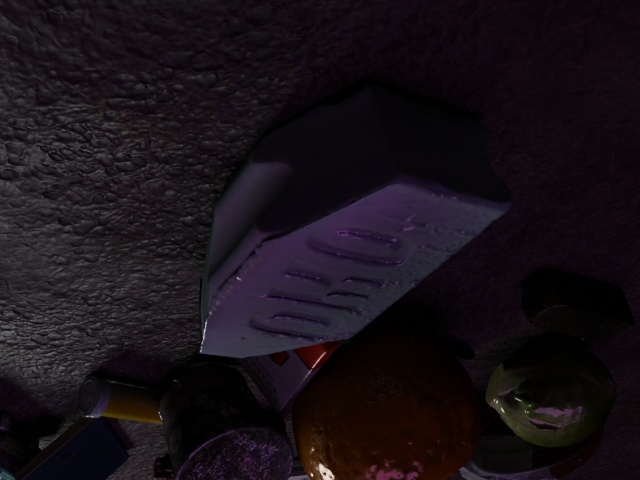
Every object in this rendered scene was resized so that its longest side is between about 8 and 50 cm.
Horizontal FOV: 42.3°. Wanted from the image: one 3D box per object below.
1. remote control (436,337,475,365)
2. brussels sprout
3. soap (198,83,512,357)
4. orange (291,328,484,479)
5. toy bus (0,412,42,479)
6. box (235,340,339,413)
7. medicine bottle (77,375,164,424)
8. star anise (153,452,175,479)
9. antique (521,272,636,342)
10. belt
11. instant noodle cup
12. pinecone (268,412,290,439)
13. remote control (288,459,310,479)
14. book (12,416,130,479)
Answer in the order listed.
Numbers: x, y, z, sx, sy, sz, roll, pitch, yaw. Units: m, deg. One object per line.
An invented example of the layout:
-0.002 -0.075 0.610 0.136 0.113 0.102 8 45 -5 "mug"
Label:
0.140 0.299 1.690 0.107 0.044 0.378 17 139 -42 "remote control"
0.462 0.308 1.654 0.244 0.244 0.244 -8 148 -5 "brussels sprout"
0.000 0.000 1.079 0.261 0.156 0.446 12 142 -31 "soap"
0.109 0.305 1.447 0.341 0.293 0.340 -28 160 -11 "orange"
-0.614 0.405 1.581 0.091 0.109 0.261 -9 147 9 "toy bus"
-0.063 0.180 1.364 0.035 0.139 0.245 -28 163 -36 "box"
-0.337 0.304 1.533 0.074 0.073 0.218 -34 142 32 "medicine bottle"
-0.255 0.475 1.807 0.220 0.098 0.214 -13 161 4 "star anise"
0.448 0.114 1.458 0.221 0.080 0.081 16 138 -33 "antique"
0.450 0.423 1.806 0.339 0.217 0.122 -21 147 5 "belt"
-0.180 0.347 1.470 0.218 0.207 0.217 -12 123 -19 "instant noodle cup"
-0.120 0.419 1.750 0.109 0.102 0.102 -24 145 27 "pinecone"
-0.048 0.634 2.145 0.103 0.055 0.277 -5 147 -8 "remote control"
-0.494 0.456 1.673 0.191 0.025 0.269 -41 155 -21 "book"
